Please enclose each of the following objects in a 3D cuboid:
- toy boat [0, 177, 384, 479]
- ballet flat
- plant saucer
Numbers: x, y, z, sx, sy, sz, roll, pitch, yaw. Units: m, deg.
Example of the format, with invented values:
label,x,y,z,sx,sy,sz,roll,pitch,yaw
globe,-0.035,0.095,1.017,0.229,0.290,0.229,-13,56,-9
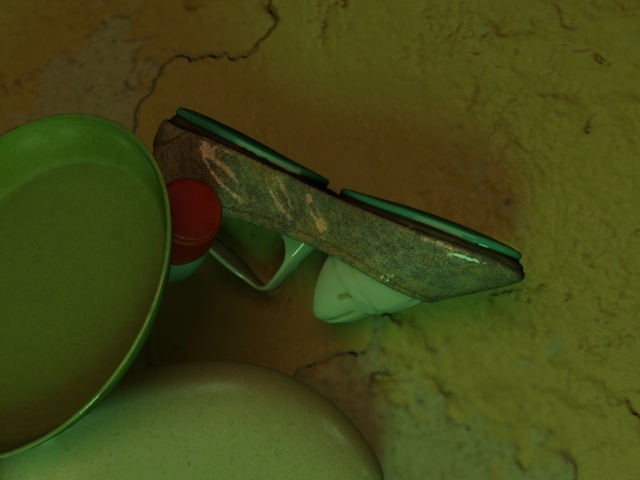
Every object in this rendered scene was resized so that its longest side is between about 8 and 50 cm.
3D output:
label,x,y,z,sx,sy,sz,roll,pitch,yaw
toy boat,-0.093,0.116,0.940,0.267,0.148,0.318,-1,81,-16
ballet flat,0.000,0.000,1.020,0.316,0.107,0.106,24,94,26
plant saucer,-0.187,0.031,0.883,0.240,0.037,0.241,-15,60,27
